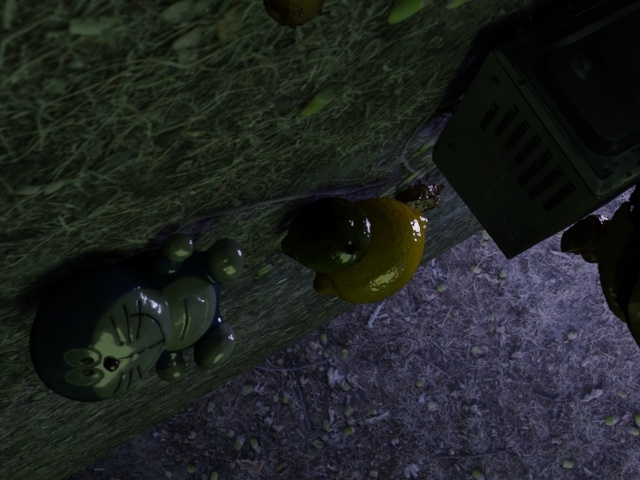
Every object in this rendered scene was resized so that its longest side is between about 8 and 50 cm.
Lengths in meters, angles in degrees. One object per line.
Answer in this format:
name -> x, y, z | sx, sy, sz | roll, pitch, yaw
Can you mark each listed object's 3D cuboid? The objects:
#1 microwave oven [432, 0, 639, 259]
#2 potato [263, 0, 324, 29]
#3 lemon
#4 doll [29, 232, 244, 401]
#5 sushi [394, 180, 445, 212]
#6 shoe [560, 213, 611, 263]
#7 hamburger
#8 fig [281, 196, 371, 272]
microwave oven -> 0.398, -0.195, 0.871 | 0.394, 0.247, 0.333 | -28, 166, -13
potato -> -0.017, -0.182, 0.416 | 0.051, 0.040, 0.083 | -51, 170, -23
lemon -> 0.087, 0.017, 1.110 | 0.244, 0.187, 0.187 | -33, 168, 0
doll -> -0.228, 0.098, 0.771 | 0.258, 0.154, 0.228 | -27, 136, -51
sushi -> 0.207, -0.092, 1.259 | 0.118, 0.061, 0.060 | -26, 134, -32
shoe -> 0.413, -0.006, 0.916 | 0.069, 0.072, 0.109 | 12, 149, -8
hamburger -> 0.501, 0.021, 0.836 | 0.285, 0.265, 0.134 | -45, -145, -14
fig -> 0.000, 0.000, 0.999 | 0.123, 0.123, 0.156 | -19, 172, -44
